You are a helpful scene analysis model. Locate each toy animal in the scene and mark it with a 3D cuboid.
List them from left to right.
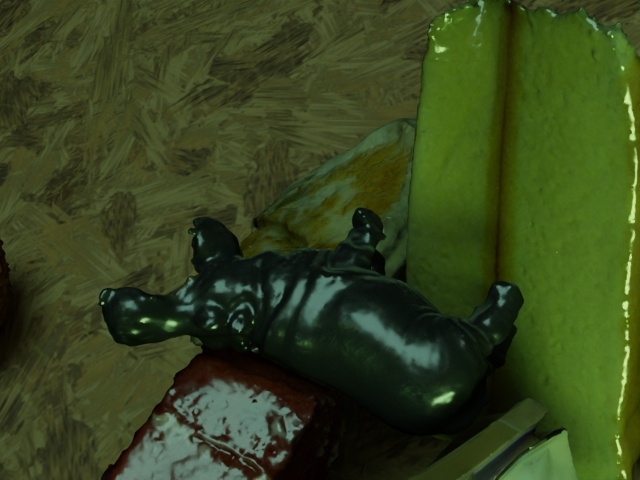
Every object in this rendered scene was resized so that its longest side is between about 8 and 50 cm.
[{"bbox_3d":[-0.006,0.057,1.032,0.343,0.106,0.168,14,60,17],"label":"toy animal"}]

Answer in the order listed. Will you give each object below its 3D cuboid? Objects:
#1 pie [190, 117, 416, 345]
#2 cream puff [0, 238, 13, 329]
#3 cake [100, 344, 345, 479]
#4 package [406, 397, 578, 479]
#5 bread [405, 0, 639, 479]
[{"bbox_3d":[-0.001,0.000,1.255,0.339,0.077,0.339,-34,16,11],"label":"pie"},{"bbox_3d":[-0.475,0.077,1.470,0.240,0.164,0.240,-28,29,18],"label":"cream puff"},{"bbox_3d":[-0.091,0.230,1.084,0.151,0.177,0.283,22,67,24],"label":"cake"},{"bbox_3d":[0.055,0.246,0.932,0.311,0.165,0.221,-36,29,-16],"label":"package"},{"bbox_3d":[0.167,-0.004,1.036,0.233,0.361,0.245,13,55,37],"label":"bread"}]
